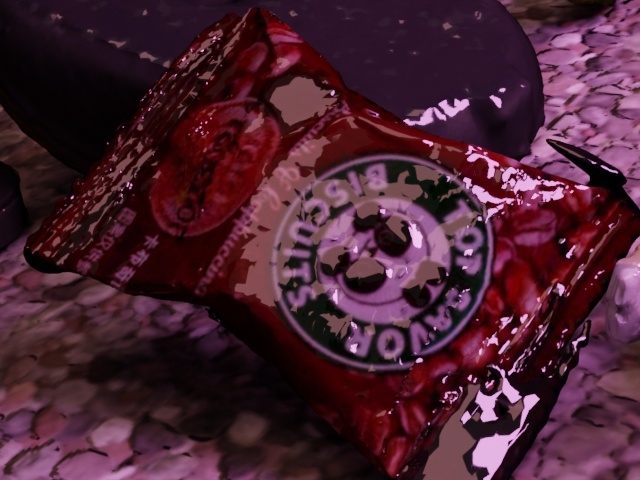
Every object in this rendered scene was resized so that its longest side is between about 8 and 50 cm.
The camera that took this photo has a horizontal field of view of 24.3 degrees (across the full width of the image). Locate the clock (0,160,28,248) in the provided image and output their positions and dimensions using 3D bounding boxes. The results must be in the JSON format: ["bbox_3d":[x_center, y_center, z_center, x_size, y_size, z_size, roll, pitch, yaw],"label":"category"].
[{"bbox_3d":[-0.335,-0.010,0.767,0.279,0.049,0.273,20,39,29],"label":"clock"}]

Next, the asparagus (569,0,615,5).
[{"bbox_3d":[0.211,-0.217,0.942,0.082,0.085,0.343,4,34,34],"label":"asparagus"}]

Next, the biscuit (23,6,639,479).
[{"bbox_3d":[0.003,-0.005,0.594,0.235,0.063,0.151,29,76,24],"label":"biscuit"}]

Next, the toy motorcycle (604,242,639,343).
[{"bbox_3d":[0.190,-0.001,0.562,0.151,0.074,0.228,26,34,37],"label":"toy motorcycle"}]

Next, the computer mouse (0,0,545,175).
[{"bbox_3d":[-0.038,-0.086,0.763,0.323,0.116,0.183,25,55,27],"label":"computer mouse"}]
